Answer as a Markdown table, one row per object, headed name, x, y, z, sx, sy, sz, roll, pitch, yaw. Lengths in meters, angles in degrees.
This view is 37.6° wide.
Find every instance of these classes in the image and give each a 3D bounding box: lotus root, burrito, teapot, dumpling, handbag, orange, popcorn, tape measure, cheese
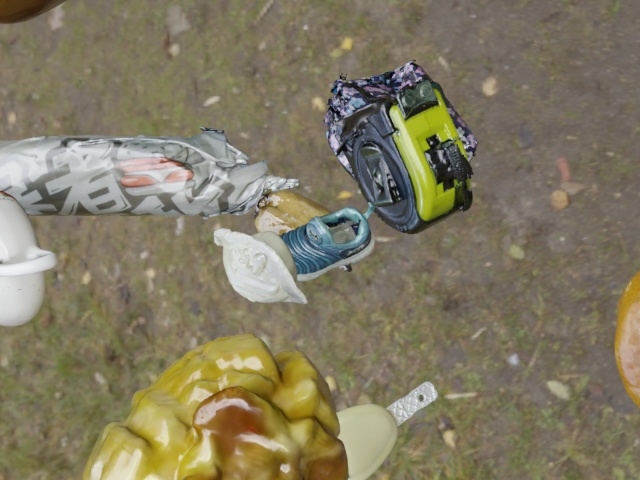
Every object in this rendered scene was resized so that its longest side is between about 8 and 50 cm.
| name | x | y | z | sx | sy | sz | roll | pitch | yaw |
| --- | --- | --- | --- | --- | --- | --- | --- | --- | --- |
| lotus root | -0.027 | -0.014 | 1.770 | 0.221 | 0.118 | 0.125 | 33 | 83 | -1 |
| burrito | -0.242 | -0.076 | 1.090 | 0.446 | 0.139 | 0.101 | 1 | 83 | 19 |
| teapot | -0.334 | 0.021 | 0.978 | 0.226 | 0.092 | 0.145 | 10 | 113 | 57 |
| dumpling | -0.046 | 0.019 | 0.683 | 0.052 | 0.057 | 0.076 | -29 | 66 | 14 |
| handbag | 0.119 | -0.169 | 1.497 | 0.228 | 0.208 | 0.127 | 59 | 152 | 19 |
| orange | 0.505 | 0.132 | 1.301 | 0.183 | 0.249 | 0.249 | 176 | 85 | -70 |
| popcorn | -0.097 | 0.216 | 0.916 | 0.225 | 0.332 | 0.265 | 28 | 88 | 0 |
| tape measure | 0.113 | -0.100 | 1.225 | 0.186 | 0.112 | 0.199 | 63 | 159 | -5 |
| cheese | 0.108 | 0.329 | 1.682 | 0.127 | 0.251 | 0.054 | 58 | 158 | 3 |

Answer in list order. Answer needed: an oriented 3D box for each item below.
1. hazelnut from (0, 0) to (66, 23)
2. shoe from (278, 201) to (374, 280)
| name | x | y | z | sx | sy | sz | roll | pitch | yaw |
| --- | --- | --- | --- | --- | --- | --- | --- | --- | --- |
| hazelnut | -0.241 | -0.356 | 0.708 | 0.366 | 0.366 | 0.365 | 9 | 104 | 41 |
| shoe | 0.000 | 0.000 | 1.099 | 0.071 | 0.143 | 0.064 | 101 | 149 | -53 |
